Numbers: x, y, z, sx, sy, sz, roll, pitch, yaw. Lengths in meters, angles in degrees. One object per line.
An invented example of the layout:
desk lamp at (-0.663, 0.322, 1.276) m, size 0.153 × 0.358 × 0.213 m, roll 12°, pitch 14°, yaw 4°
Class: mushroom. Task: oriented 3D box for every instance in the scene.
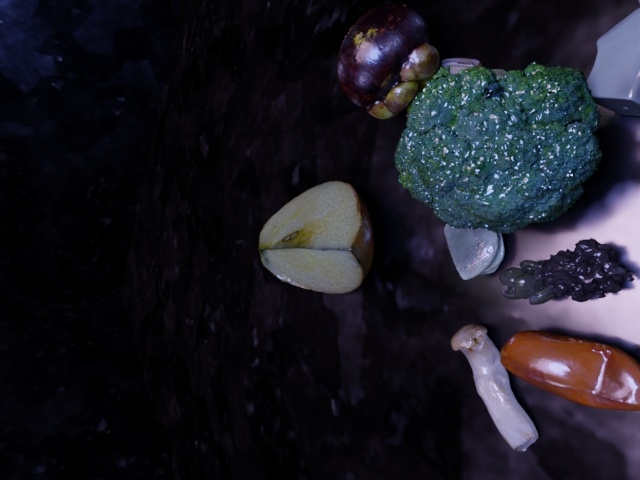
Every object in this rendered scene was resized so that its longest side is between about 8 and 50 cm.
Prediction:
mushroom at (0.275, 0.231, 0.643) m, size 0.059 × 0.055 × 0.202 m, roll -39°, pitch 64°, yaw 42°

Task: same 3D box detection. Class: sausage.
sausage at (0.338, 0.171, 0.546) m, size 0.179 × 0.089 × 0.089 m, roll 11°, pitch 97°, yaw 48°

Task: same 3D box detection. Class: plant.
plant at (0.328, 0.052, 0.566) m, size 0.174 × 0.087 × 0.085 m, roll -26°, pitch 93°, yaw 52°

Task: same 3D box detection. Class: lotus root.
lotus root at (0.251, -0.298, 0.709) m, size 0.083 × 0.030 × 0.037 m, roll 39°, pitch 149°, yaw 48°

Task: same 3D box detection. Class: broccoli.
broccoli at (0.244, -0.144, 0.567) m, size 0.270 × 0.270 × 0.270 m, roll -32°, pitch 34°, yaw 46°

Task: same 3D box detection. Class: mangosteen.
mangosteen at (0.136, -0.316, 0.753) m, size 0.217 × 0.192 × 0.192 m, roll 50°, pitch 133°, yaw -1°

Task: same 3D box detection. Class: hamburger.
hamburger at (0.259, -0.004, 0.671) m, size 0.084 × 0.054 × 0.121 m, roll -44°, pitch 49°, yaw 43°

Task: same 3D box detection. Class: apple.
apple at (0.000, 0.000, 0.895) m, size 0.346 × 0.179 × 0.253 m, roll -4°, pitch 98°, yaw 50°

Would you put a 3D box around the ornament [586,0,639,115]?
ornament at (0.400, -0.286, 0.459) m, size 0.120 × 0.130 × 0.284 m, roll -156°, pitch 64°, yaw -67°
